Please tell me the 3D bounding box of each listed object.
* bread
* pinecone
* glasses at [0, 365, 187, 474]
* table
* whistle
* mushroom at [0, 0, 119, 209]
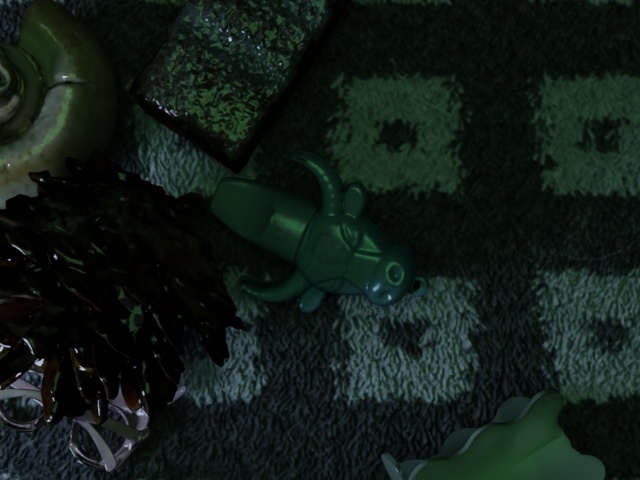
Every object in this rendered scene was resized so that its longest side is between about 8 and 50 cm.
[{"bbox_3d":[-0.055,-0.294,1.210,0.165,0.113,0.416,30,82,7],"label":"bread"},{"bbox_3d":[-0.228,0.059,1.041,0.298,0.242,0.296,40,48,23],"label":"pinecone"},{"bbox_3d":[-0.287,0.155,1.139,0.256,0.095,0.162,25,76,1],"label":"glasses"},{"bbox_3d":[0.192,0.258,1.098,0.198,0.166,0.166,-28,81,-13],"label":"table"},{"bbox_3d":[0.000,0.000,1.170,0.274,0.093,0.186,24,107,6],"label":"whistle"},{"bbox_3d":[-0.336,-0.142,1.140,0.189,0.195,0.253,40,85,2],"label":"mushroom"}]
